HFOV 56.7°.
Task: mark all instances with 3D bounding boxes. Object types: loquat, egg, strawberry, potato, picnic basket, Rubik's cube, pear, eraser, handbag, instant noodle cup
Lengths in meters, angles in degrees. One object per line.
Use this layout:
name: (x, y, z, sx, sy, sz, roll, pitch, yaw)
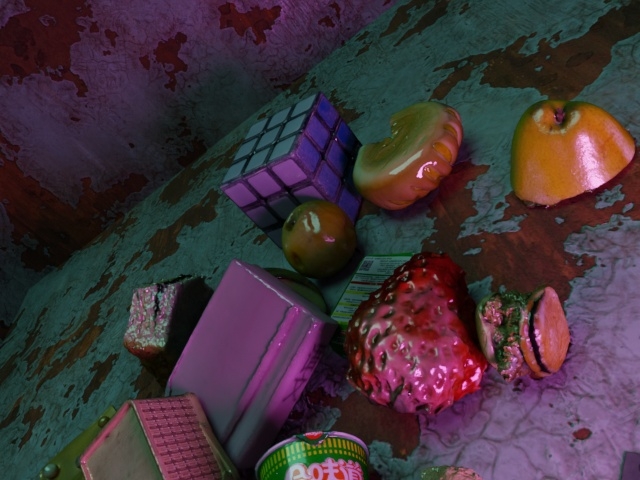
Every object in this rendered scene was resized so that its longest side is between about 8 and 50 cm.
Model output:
loquat: (-0.002, -0.001, 1.553, 0.213, 0.213, 0.213, -30, 32, 21)
egg: (0.200, 0.393, 0.864, 0.116, 0.118, 0.140, -57, 19, 9)
strawberry: (0.175, 0.145, 1.083, 0.264, 0.149, 0.336, 7, 55, 21)
potato: (-0.139, 0.122, 1.520, 0.269, 0.112, 0.255, -3, 10, -12)
picnic basket: (-0.301, 0.487, 1.157, 0.228, 0.175, 0.313, -48, 58, 21)
Rubik's cube: (-0.062, -0.200, 1.764, 0.303, 0.305, 0.301, -19, 37, 38)
pear: (0.498, -0.217, 1.247, 0.266, 0.178, 0.267, -30, 27, 18)
eraser: (-0.160, 0.260, 1.276, 0.272, 0.122, 0.359, 33, 96, 29)
handbag: (-0.564, 0.606, 1.511, 0.283, 0.133, 0.401, -45, 29, -14)
instant noodle cup: (0.003, 0.460, 0.948, 0.207, 0.207, 0.233, -33, 37, 16)

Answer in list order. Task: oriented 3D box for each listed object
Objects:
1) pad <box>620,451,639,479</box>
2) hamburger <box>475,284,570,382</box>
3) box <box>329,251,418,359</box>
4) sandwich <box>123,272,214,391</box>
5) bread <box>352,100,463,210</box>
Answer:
pad: (0.478, 0.347, 0.703, 0.245, 0.006, 0.170, -7, 44, 47)
hamburger: (0.325, 0.160, 0.978, 0.131, 0.159, 0.185, -10, 22, 37)
box: (0.132, 0.144, 1.288, 0.180, 0.103, 0.250, -1, 48, 49)
sandwich: (-0.363, 0.230, 1.546, 0.131, 0.326, 0.262, -3, 43, 23)
bread: (0.241, -0.217, 1.566, 0.332, 0.160, 0.333, -31, 33, 23)
